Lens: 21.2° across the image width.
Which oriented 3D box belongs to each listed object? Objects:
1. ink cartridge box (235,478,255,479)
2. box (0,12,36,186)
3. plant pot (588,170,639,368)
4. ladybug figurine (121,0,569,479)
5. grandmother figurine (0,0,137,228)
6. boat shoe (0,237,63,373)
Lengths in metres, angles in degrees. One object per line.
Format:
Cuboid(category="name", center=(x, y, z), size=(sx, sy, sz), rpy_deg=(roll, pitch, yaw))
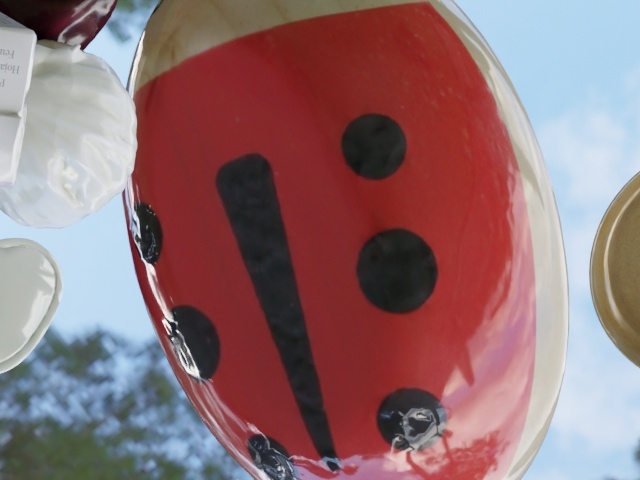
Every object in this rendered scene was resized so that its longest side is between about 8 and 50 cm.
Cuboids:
Cuboid(category="ink cartridge box", center=(-0.034, 0.239, 1.574), size=(0.028, 0.083, 0.048), rpy_deg=(-50, -144, 16))
Cuboid(category="box", center=(-0.196, -0.089, 0.765), size=(0.067, 0.063, 0.324), rpy_deg=(6, -168, -25))
Cuboid(category="plant pot", center=(0.353, 0.018, 1.516), size=(0.236, 0.236, 0.032), rpy_deg=(-23, -163, 7))
Cuboid(category="ladybug figurine", center=(0.000, 0.000, 1.144), size=(0.305, 0.162, 0.449), rpy_deg=(-23, -96, 24))
Cuboid(category="grandmother figurine", center=(-0.157, -0.151, 0.923), size=(0.208, 0.104, 0.342), rpy_deg=(-42, -136, 32))
Cuboid(category="boat shoe", center=(-0.362, 0.115, 1.561), size=(0.099, 0.116, 0.319), rpy_deg=(-29, -163, 53))
